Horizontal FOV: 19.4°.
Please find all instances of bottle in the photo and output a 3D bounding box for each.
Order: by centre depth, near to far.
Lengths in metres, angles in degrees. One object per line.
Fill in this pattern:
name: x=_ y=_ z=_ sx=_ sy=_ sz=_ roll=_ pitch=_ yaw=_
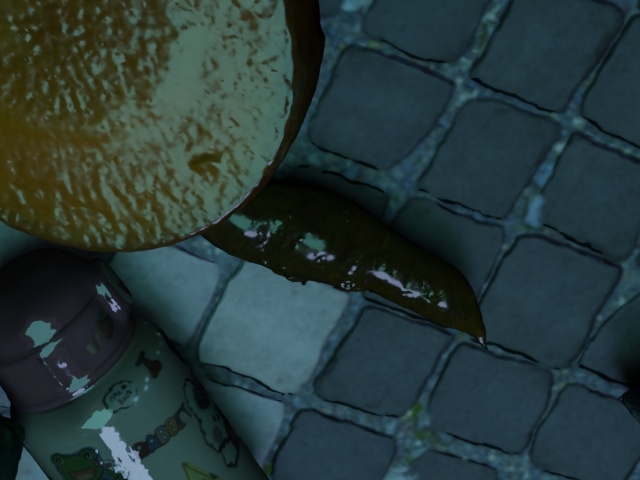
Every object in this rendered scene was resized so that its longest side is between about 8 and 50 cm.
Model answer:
bottle: x=-0.130 y=0.117 z=1.212 sx=0.120 sy=0.120 sz=0.253 roll=-28 pitch=116 yaw=7

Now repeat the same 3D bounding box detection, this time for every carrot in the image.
carrot: x=-0.144 y=-0.140 z=1.090 sx=0.307 sy=0.100 sz=0.258 roll=37 pitch=100 yaw=-5

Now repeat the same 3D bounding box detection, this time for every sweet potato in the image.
sweet potato: x=0.000 y=0.000 z=1.204 sx=0.274 sy=0.067 sz=0.067 roll=25 pitch=110 yaw=-14

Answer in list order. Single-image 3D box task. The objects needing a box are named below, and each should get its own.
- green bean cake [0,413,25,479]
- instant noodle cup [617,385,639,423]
green bean cake: x=-0.365 y=0.201 z=1.127 sx=0.308 sy=0.169 sz=0.300 roll=-4 pitch=128 yaw=-51
instant noodle cup: x=0.294 y=0.101 z=1.266 sx=0.127 sy=0.127 sz=0.135 roll=39 pitch=97 yaw=-22
